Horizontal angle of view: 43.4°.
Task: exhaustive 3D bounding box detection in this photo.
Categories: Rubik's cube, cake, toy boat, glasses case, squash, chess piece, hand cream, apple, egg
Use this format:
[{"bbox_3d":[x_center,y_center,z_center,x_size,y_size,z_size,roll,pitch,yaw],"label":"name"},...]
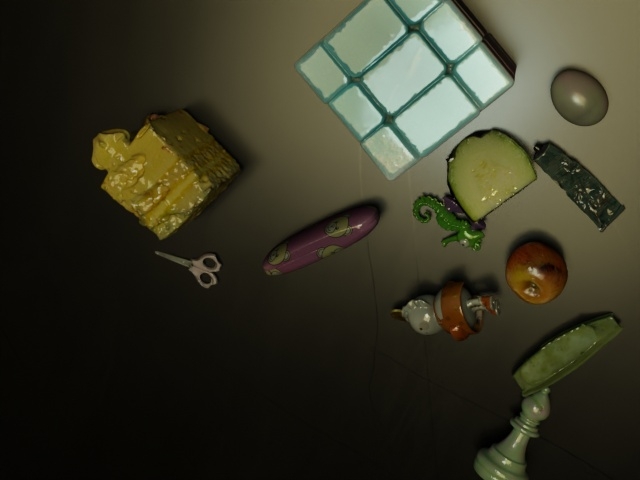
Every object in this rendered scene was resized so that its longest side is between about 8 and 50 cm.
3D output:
[{"bbox_3d":[0.189,-0.363,1.678,0.322,0.319,0.316,-37,96,22],"label":"Rubik's cube"},{"bbox_3d":[-0.381,-0.182,1.931,0.222,0.227,0.286,-42,93,23],"label":"cake"},{"bbox_3d":[0.575,0.267,1.907,0.293,0.055,0.093,-40,59,21],"label":"toy boat"},{"bbox_3d":[0.000,0.000,1.944,0.317,0.123,0.075,-25,104,20],"label":"glasses case"},{"bbox_3d":[0.386,-0.154,1.834,0.192,0.085,0.184,-36,67,19],"label":"squash"},{"bbox_3d":[0.493,0.473,1.979,0.139,0.139,0.271,26,100,6],"label":"chess piece"},{"bbox_3d":[0.569,-0.127,1.796,0.248,0.052,0.075,44,113,-2],"label":"hand cream"},{"bbox_3d":[0.493,0.076,1.838,0.147,0.146,0.146,4,108,13],"label":"apple"},{"bbox_3d":[0.552,-0.304,1.717,0.135,0.103,0.103,44,112,-1],"label":"egg"}]

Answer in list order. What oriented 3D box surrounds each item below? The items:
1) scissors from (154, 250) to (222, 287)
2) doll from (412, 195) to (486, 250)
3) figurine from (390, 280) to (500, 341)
[{"bbox_3d":[-0.351,0.059,2.113,0.189,0.015,0.100,18,113,9],"label":"scissors"},{"bbox_3d":[0.303,-0.041,1.896,0.190,0.050,0.115,39,119,5],"label":"doll"},{"bbox_3d":[0.294,0.164,1.929,0.271,0.143,0.143,5,110,39],"label":"figurine"}]
